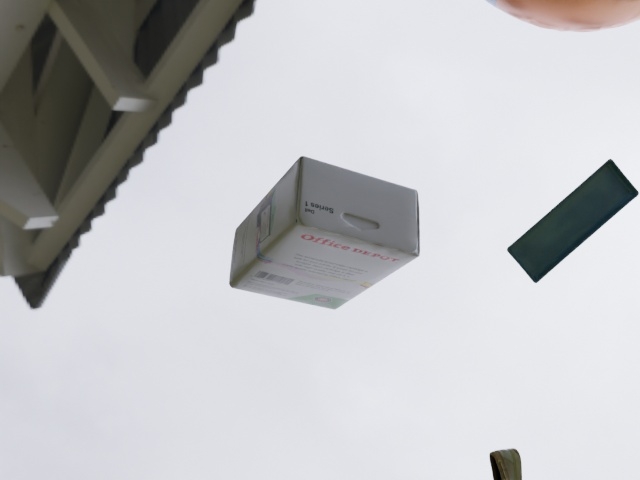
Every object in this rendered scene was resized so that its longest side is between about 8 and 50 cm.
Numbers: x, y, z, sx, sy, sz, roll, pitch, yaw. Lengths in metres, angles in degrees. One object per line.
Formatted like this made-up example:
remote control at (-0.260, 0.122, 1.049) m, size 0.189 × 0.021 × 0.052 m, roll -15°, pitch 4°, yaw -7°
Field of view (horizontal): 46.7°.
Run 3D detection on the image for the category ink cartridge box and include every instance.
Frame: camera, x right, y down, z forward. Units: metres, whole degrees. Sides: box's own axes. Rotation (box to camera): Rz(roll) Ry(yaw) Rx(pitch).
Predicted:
ink cartridge box at (0.000, 0.000, 1.161) m, size 0.278 × 0.202 × 0.117 m, roll 140°, pitch -41°, yaw -56°

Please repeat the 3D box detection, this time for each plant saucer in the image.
plant saucer at (0.350, -0.027, 1.034) m, size 0.192 × 0.018 × 0.067 m, roll -41°, pitch -83°, yaw 1°

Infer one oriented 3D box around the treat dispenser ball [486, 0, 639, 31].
treat dispenser ball at (0.239, -0.332, 0.651) m, size 0.288 × 0.288 × 0.288 m, roll 4°, pitch -82°, yaw 34°

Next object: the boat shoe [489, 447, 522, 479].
boat shoe at (0.268, 0.372, 1.076) m, size 0.050 × 0.045 × 0.135 m, roll 117°, pitch -26°, yaw -69°
